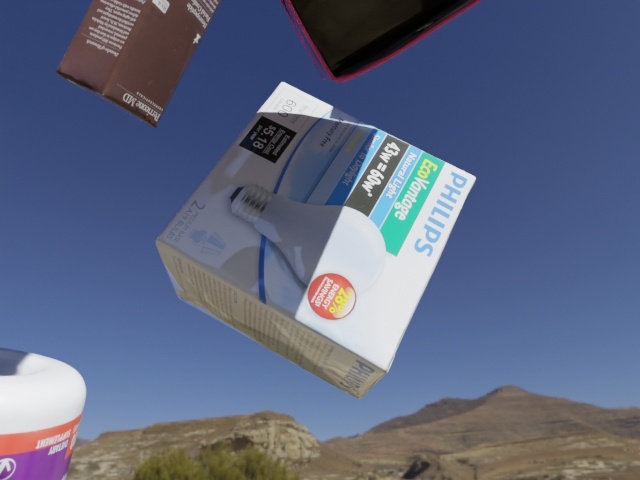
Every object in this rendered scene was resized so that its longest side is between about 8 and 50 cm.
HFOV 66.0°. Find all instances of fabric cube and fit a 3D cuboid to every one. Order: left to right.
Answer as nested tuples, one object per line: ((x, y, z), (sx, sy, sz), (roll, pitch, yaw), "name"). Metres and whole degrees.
((0.054, -0.365, 0.595), (0.254, 0.258, 0.259), (-30, -73, 7), "fabric cube")

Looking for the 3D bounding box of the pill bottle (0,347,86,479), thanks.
((-0.332, 0.265, 0.426), (0.181, 0.324, 0.181), (11, -5, 1), "pill bottle")

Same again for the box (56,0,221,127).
((-0.361, -0.458, 1.038), (0.143, 0.382, 0.191), (29, 2, 15), "box")

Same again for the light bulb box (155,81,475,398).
((0.000, 0.000, 0.810), (0.360, 0.358, 0.225), (27, -26, 7), "light bulb box")
